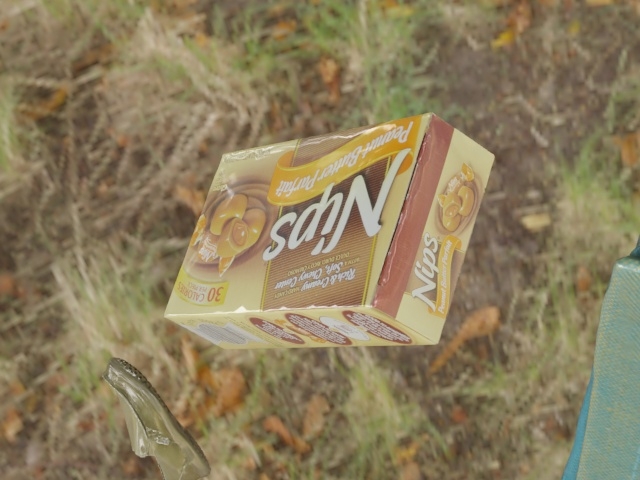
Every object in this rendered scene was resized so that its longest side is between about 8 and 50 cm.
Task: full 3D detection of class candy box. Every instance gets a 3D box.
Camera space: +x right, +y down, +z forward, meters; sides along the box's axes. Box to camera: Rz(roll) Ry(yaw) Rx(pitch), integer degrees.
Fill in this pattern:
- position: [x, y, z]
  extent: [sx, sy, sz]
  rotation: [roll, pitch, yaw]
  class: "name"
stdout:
- position: [0.000, 0.000, 1.424]
  extent: [0.316, 0.087, 0.183]
  rotation: [-6, 61, 51]
  class: "candy box"

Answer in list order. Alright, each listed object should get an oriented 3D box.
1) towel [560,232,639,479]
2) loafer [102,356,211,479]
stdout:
- position: [0.242, 0.141, 0.460]
  extent: [0.370, 0.271, 0.040]
  rotation: [25, 57, 15]
  class: "towel"
- position: [-0.158, 0.173, 1.445]
  extent: [0.050, 0.148, 0.056]
  rotation: [-38, 16, -5]
  class: "loafer"
